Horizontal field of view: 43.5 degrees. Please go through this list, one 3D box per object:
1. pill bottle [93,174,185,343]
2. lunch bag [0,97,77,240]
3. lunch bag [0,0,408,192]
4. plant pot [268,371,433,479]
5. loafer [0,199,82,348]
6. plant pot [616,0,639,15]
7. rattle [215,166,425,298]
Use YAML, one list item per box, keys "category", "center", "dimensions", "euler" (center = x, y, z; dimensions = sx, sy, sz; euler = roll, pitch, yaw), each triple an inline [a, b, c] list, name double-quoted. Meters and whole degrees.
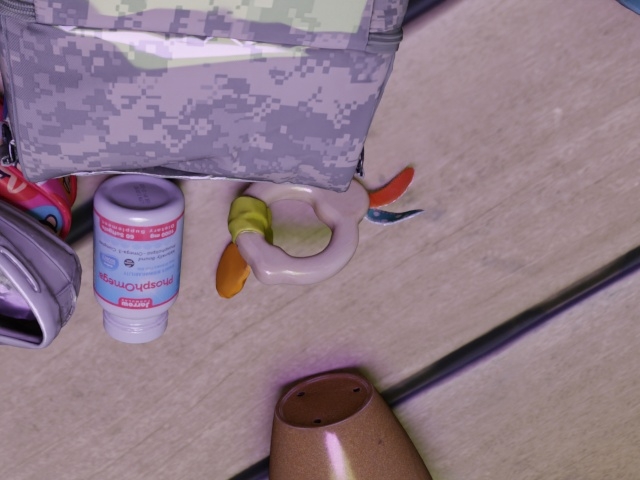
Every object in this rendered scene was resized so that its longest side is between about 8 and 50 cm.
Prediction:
- category: "pill bottle"
  center: [-0.183, 0.021, 0.800]
  dimensions: [0.087, 0.087, 0.160]
  euler: [2, 122, -12]
- category: "lunch bag"
  center: [-0.396, -0.030, 0.707]
  dimensions: [0.293, 0.120, 0.258]
  euler: [-36, 121, 13]
- category: "lunch bag"
  center: [-0.097, -0.160, 0.624]
  dimensions: [0.305, 0.212, 0.255]
  euler: [2, 118, -13]
- category: "plant pot"
  center: [0.033, 0.295, 0.959]
  dimensions: [0.237, 0.237, 0.254]
  euler: [-14, 108, -2]
- category: "loafer"
  center: [-0.329, -0.018, 0.598]
  dimensions: [0.320, 0.111, 0.112]
  euler: [29, 109, -22]
- category: "plant pot"
  center: [0.459, -0.280, 0.608]
  dimensions: [0.341, 0.341, 0.334]
  euler: [15, 110, -20]
- category: "rattle"
  center: [0.000, 0.000, 0.837]
  dimensions: [0.200, 0.130, 0.142]
  euler: [-23, 140, -28]
